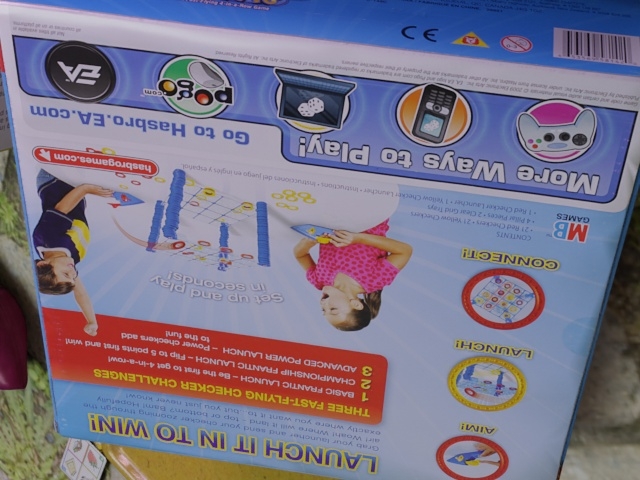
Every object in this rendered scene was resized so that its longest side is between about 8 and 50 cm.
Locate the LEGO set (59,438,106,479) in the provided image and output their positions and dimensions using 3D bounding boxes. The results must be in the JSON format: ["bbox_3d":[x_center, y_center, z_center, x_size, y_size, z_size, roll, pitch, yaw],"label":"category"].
[{"bbox_3d":[-0.209,0.285,1.165,0.182,0.060,0.244,41,134,16],"label":"LEGO set"}]

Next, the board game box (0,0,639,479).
[{"bbox_3d":[0.000,0.000,0.652,0.308,0.086,0.302,8,131,5],"label":"board game box"}]

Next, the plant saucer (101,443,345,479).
[{"bbox_3d":[-0.048,0.156,0.922,0.333,0.081,0.333,41,134,21],"label":"plant saucer"}]

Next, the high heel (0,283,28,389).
[{"bbox_3d":[-0.430,0.138,1.239,0.377,0.127,0.181,-38,72,44],"label":"high heel"}]

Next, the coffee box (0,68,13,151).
[{"bbox_3d":[-0.337,-0.257,0.766,0.337,0.338,0.334,43,136,29],"label":"coffee box"}]
